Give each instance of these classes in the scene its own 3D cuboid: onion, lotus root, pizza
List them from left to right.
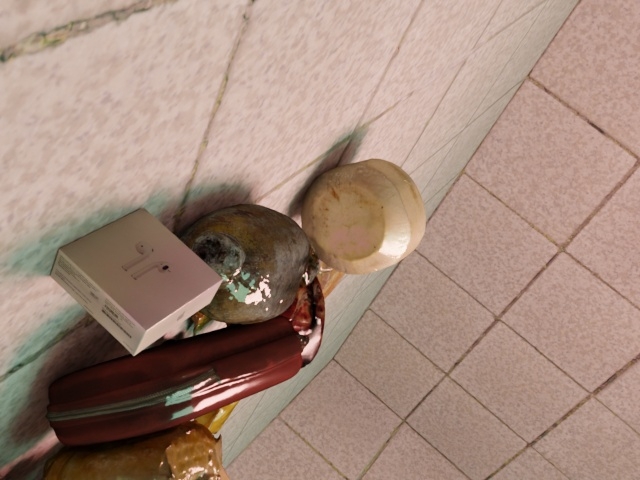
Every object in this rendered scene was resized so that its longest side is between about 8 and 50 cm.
[{"bbox_3d":[-0.212,0.136,1.410,0.108,0.026,0.123,-52,172,27],"label":"pizza"},{"bbox_3d":[-0.113,0.033,1.112,0.175,0.175,0.349,-52,166,9],"label":"lotus root"},{"bbox_3d":[-0.083,0.148,1.470,0.246,0.190,0.246,-169,-90,-71],"label":"onion"}]

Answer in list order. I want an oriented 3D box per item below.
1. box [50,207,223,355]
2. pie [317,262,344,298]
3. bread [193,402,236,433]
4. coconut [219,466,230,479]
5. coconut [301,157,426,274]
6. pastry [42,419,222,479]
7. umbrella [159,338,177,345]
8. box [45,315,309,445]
[{"bbox_3d":[-0.201,0.042,0.865,0.129,0.130,0.051,-36,164,-50],"label":"box"},{"bbox_3d":[-0.009,0.111,2.012,0.337,0.075,0.337,-53,171,-12],"label":"pie"},{"bbox_3d":[-0.240,0.390,1.998,0.233,0.088,0.161,-52,174,-3],"label":"bread"},{"bbox_3d":[-0.308,0.479,1.372,0.352,0.353,0.352,-47,169,-12],"label":"coconut"},{"bbox_3d":[0.082,-0.047,1.486,0.241,0.241,0.241,-47,169,-12],"label":"coconut"},{"bbox_3d":[-0.268,0.332,1.116,0.236,0.120,0.257,-12,178,20],"label":"pastry"},{"bbox_3d":[-0.238,0.256,1.488,0.357,0.106,0.113,85,27,-71],"label":"umbrella"},{"bbox_3d":[-0.198,0.199,1.144,0.263,0.108,0.404,-17,175,29],"label":"box"}]
